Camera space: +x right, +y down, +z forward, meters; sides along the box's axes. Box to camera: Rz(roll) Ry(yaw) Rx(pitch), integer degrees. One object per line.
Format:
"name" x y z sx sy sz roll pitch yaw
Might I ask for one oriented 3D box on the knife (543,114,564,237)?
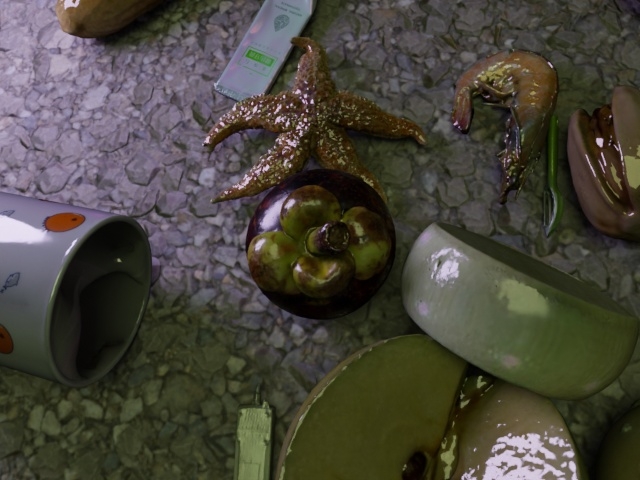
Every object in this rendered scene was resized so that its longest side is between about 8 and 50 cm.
"knife" 0.324 -0.092 0.746 0.026 0.022 0.183 -4 72 35

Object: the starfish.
"starfish" -0.007 -0.152 0.770 0.303 0.060 0.299 23 77 9

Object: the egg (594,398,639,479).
"egg" 0.395 0.247 0.572 0.202 0.164 0.164 -28 73 -8

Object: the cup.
"cup" -0.410 0.039 0.679 0.318 0.212 0.212 13 75 10

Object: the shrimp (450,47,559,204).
"shrimp" 0.256 -0.168 0.765 0.144 0.052 0.250 8 67 18

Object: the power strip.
"power strip" -0.084 0.277 0.672 0.048 0.030 0.190 0 74 7

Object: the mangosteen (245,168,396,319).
"mangosteen" 0.000 0.000 0.649 0.193 0.217 0.192 0 81 1

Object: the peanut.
"peanut" -0.322 -0.404 0.863 0.226 0.095 0.108 -38 58 -2

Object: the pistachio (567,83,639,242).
"pistachio" 0.394 -0.098 0.692 0.130 0.131 0.205 -25 62 42

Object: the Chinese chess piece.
"Chinese chess piece" 0.211 0.069 0.594 0.251 0.250 0.101 26 104 12

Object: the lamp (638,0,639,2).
"lamp" 0.561 -0.448 0.752 0.274 0.177 0.177 -36 74 -5

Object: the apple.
"apple" 0.113 0.258 0.556 0.295 0.233 0.257 18 60 21

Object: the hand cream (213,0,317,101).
"hand cream" -0.070 -0.338 0.849 0.079 0.050 0.275 22 80 39
